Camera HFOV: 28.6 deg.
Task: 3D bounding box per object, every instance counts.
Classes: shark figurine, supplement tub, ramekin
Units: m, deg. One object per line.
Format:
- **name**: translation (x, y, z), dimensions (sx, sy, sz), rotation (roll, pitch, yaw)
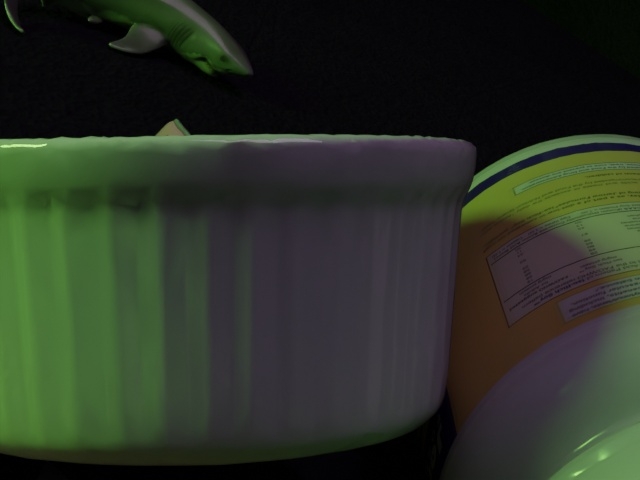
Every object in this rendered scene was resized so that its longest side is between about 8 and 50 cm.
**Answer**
- **shark figurine**: translation (-0.201, -0.259, 1.262), dimensions (0.278, 0.116, 0.166), rotation (14, 23, -31)
- **supplement tub**: translation (0.171, 0.103, 0.673), dimensions (0.241, 0.241, 0.331), rotation (22, 22, -10)
- **ramekin**: translation (-0.062, 0.020, 0.614), dimensions (0.277, 0.135, 0.277), rotation (-1, 2, 0)

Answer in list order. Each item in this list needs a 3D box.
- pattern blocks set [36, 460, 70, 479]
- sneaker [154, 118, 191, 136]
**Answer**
- **pattern blocks set**: translation (-0.217, 0.129, 0.478), dimensions (0.324, 0.026, 0.285), rotation (4, 30, -43)
- **sneaker**: translation (0.000, 0.000, 0.863), dimensions (0.319, 0.131, 0.112), rotation (6, 29, -41)
